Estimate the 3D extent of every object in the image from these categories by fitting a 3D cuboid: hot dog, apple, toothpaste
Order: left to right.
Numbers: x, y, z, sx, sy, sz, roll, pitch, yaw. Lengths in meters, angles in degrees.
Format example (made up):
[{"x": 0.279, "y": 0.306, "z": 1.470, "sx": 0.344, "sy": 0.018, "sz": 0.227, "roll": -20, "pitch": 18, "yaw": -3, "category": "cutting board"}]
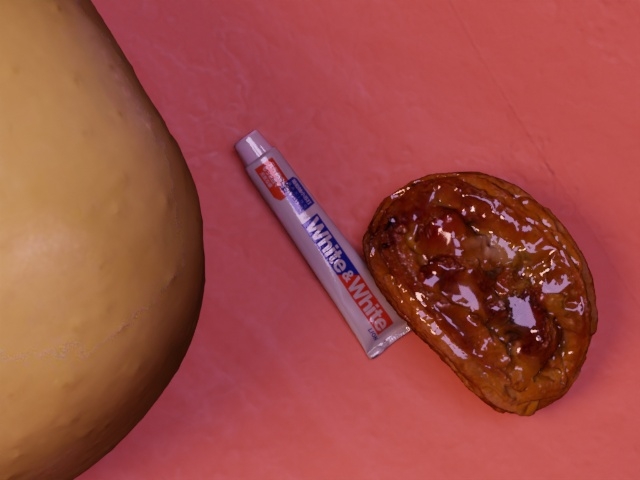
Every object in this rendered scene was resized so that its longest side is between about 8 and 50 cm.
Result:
[{"x": -0.308, "y": -0.014, "z": 1.042, "sx": 0.473, "sy": 0.473, "sz": 0.474, "roll": 3, "pitch": 80, "yaw": -15, "category": "apple"}, {"x": 0.000, "y": 0.000, "z": 1.334, "sx": 0.052, "sy": 0.033, "sz": 0.218, "roll": -37, "pitch": 96, "yaw": -14, "category": "toothpaste"}, {"x": 0.139, "y": 0.041, "z": 1.332, "sx": 0.227, "sy": 0.099, "sz": 0.160, "roll": 41, "pitch": 72, "yaw": -3, "category": "hot dog"}]
